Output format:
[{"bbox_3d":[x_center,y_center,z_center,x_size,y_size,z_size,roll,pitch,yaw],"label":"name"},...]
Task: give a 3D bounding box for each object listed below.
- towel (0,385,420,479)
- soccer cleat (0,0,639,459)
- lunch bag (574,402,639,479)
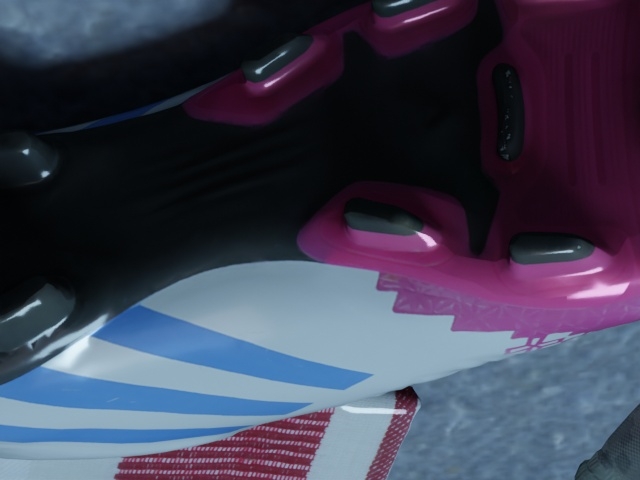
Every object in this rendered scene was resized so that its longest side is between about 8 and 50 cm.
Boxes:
[{"bbox_3d":[-0.145,0.118,0.671,0.328,0.037,0.237,6,136,-13],"label":"towel"},{"bbox_3d":[0.000,0.000,0.505,0.331,0.116,0.143,-11,156,10],"label":"soccer cleat"},{"bbox_3d":[0.264,0.032,0.487,0.287,0.169,0.235,-10,148,-47],"label":"lunch bag"}]
